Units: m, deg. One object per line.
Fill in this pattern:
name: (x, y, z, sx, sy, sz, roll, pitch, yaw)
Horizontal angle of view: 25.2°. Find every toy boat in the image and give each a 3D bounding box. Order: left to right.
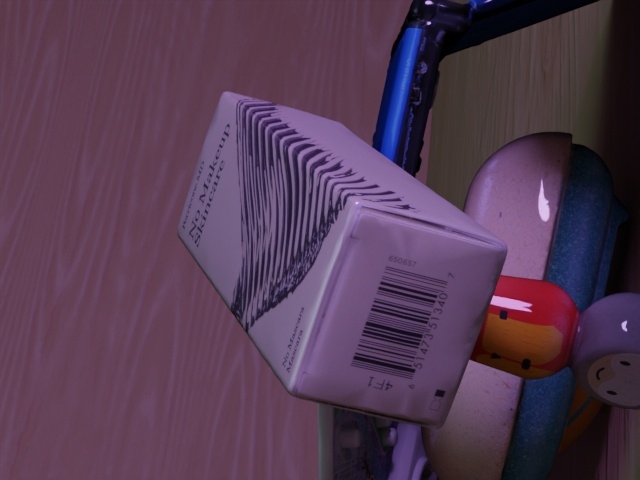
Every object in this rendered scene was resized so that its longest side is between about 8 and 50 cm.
toy boat: (0.150, 0.058, 0.933, 0.318, 0.148, 0.267, 7, -85, -83)

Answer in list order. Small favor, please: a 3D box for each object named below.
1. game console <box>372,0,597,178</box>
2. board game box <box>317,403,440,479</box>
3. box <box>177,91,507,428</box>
game console: (0.132, -0.097, 1.036, 0.293, 0.173, 0.250, -61, -17, -88)
board game box: (0.083, 0.212, 1.123, 0.390, 0.050, 0.389, -2, -89, -72)
box: (0.000, 0.000, 0.836, 0.113, 0.094, 0.275, -71, 23, 10)
